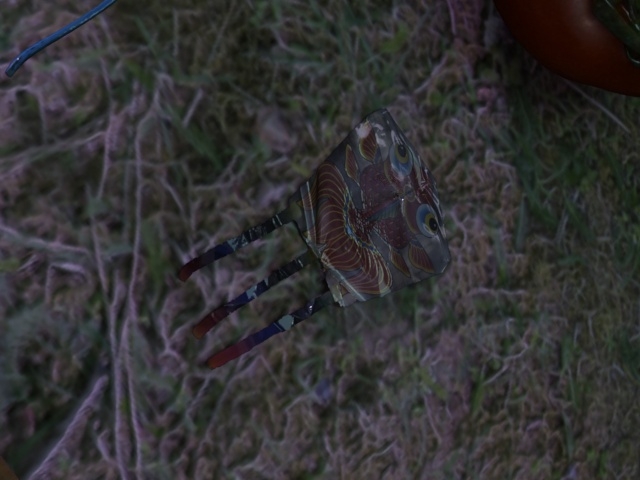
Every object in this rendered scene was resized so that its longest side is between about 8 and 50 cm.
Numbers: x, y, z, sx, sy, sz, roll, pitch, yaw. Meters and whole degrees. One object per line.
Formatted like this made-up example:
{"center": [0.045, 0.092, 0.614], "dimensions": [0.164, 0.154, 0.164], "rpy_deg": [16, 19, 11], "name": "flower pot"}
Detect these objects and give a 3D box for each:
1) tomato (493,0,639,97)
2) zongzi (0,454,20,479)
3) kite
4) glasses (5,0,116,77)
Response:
{"center": [0.240, -0.229, 0.700], "dimensions": [0.256, 0.256, 0.224], "rpy_deg": [43, 37, -23], "name": "tomato"}
{"center": [-0.229, 0.129, 0.461], "dimensions": [0.160, 0.078, 0.176], "rpy_deg": [-39, 110, -25], "name": "zongzi"}
{"center": [-0.002, 0.001, 0.661], "dimensions": [0.229, 0.016, 0.127], "rpy_deg": [-28, 98, -36], "name": "kite"}
{"center": [-0.159, -0.220, 0.564], "dimensions": [0.190, 0.088, 0.220], "rpy_deg": [41, 85, -24], "name": "glasses"}
